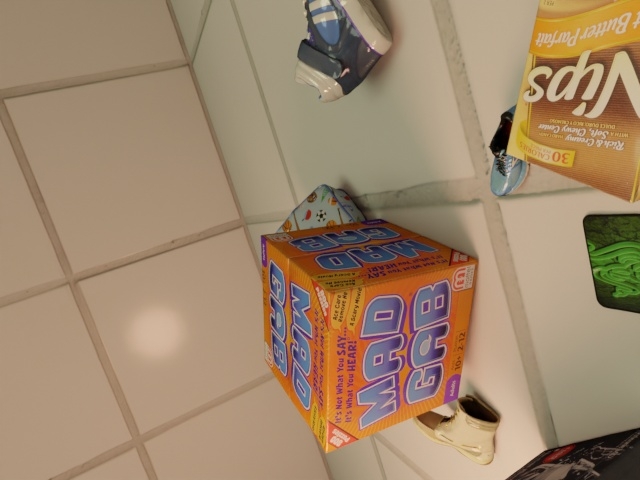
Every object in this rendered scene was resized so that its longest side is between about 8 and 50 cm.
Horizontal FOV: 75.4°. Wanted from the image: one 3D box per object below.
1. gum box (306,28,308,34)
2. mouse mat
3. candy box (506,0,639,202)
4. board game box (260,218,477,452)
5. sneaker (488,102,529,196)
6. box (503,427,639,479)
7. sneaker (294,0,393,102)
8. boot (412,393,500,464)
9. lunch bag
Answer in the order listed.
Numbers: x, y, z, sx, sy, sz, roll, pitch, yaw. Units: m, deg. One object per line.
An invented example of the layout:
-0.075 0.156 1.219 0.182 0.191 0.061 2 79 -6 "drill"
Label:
0.039 -0.483 1.018 0.184 0.041 0.157 69 157 2 "gum box"
0.453 0.036 0.553 0.189 0.007 0.153 7 115 67 "mouse mat"
0.342 -0.224 0.469 0.183 0.087 0.316 44 146 46 "candy box"
0.088 0.179 0.981 0.356 0.356 0.356 32 126 57 "board game box"
0.296 -0.144 0.670 0.063 0.073 0.162 45 148 46 "sneaker"
0.386 0.470 0.644 0.179 0.343 0.312 59 156 26 "box"
-0.012 -0.468 0.907 0.236 0.130 0.323 -35 85 37 "sneaker"
0.338 0.452 1.049 0.213 0.077 0.165 18 128 34 "boot"
0.000 0.000 1.265 0.303 0.115 0.243 -48 60 24 "lunch bag"
